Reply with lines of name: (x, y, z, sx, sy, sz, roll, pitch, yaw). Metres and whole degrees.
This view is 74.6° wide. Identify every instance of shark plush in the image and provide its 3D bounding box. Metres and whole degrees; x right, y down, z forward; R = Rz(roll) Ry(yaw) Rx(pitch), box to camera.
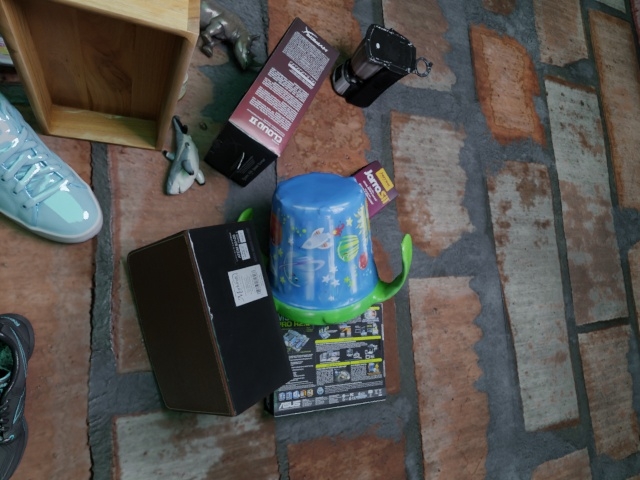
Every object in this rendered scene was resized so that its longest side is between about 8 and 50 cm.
shark plush: (-0.282, -0.173, 0.831, 0.067, 0.073, 0.162, -10, 91, 3)

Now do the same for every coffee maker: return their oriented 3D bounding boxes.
coffee maker: (0.135, -0.396, 1.000, 0.171, 0.178, 0.120, 35, 71, -15)

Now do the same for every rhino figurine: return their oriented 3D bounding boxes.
rhino figurine: (-0.220, -0.453, 0.893, 0.243, 0.073, 0.106, 32, 73, -21)

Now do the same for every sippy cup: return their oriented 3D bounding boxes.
sippy cup: (0.000, 0.000, 0.796, 0.305, 0.240, 0.224, -8, 122, -11)

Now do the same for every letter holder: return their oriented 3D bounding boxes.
letter holder: (-0.208, 0.139, 0.768, 0.152, 0.214, 0.302, -14, 89, -54)

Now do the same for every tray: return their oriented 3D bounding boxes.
tray: (-0.319, -0.246, 0.619, 0.202, 0.410, 0.076, 3, 81, -26)

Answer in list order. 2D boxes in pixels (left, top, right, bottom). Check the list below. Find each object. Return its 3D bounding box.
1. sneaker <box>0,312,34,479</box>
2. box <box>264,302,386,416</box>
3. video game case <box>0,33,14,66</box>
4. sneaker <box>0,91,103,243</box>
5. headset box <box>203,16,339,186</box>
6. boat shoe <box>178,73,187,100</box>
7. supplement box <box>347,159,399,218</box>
sneaker: (-0.498, 0.246, 0.628, 0.101, 0.106, 0.268, 3, 82, -27)
box: (0.013, 0.245, 0.908, 0.269, 0.060, 0.217, 2, 80, -27)
video game case: (-0.525, -0.361, 0.692, 0.157, 0.019, 0.143, -31, 112, -65)
sneaker: (-0.504, -0.140, 0.657, 0.366, 0.150, 0.135, 45, 67, -12)
headset box: (-0.110, -0.250, 0.834, 0.110, 0.218, 0.294, 33, 68, -18)
boat shoe: (-0.377, -0.382, 0.793, 0.285, 0.089, 0.105, 32, 70, -18)
supplement box: (0.079, -0.093, 0.980, 0.188, 0.080, 0.104, -38, 99, -26)
